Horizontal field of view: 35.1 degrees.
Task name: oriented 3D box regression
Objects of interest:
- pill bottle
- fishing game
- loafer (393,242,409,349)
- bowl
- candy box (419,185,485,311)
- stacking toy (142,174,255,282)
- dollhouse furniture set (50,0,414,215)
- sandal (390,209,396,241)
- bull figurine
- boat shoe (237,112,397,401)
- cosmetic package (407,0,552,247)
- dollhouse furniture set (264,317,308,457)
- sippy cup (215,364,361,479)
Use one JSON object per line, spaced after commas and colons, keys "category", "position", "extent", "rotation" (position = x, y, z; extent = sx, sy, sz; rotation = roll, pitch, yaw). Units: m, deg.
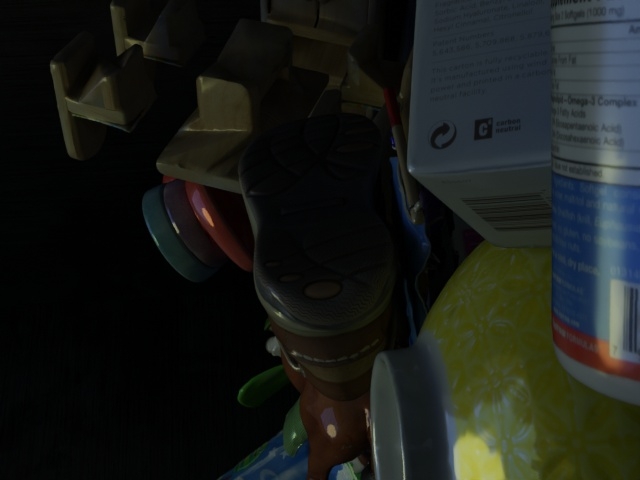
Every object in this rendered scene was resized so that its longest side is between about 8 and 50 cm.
{"category": "pill bottle", "position": [0.140, -0.063, 0.339], "extent": [0.124, 0.124, 0.222], "rotation": [-123, 31, -79]}
{"category": "fishing game", "position": [0.078, 0.028, 0.754], "extent": [0.189, 0.041, 0.264], "rotation": [-96, -2, -45]}
{"category": "loafer", "position": [0.083, 0.148, 1.022], "extent": [0.366, 0.130, 0.134], "rotation": [-99, 8, -49]}
{"category": "bowl", "position": [0.113, 0.114, 0.568], "extent": [0.289, 0.155, 0.290], "rotation": [177, 90, -85]}
{"category": "candy box", "position": [0.126, 0.045, 0.825], "extent": [0.165, 0.070, 0.196], "rotation": [101, 165, -66]}
{"category": "stacking toy", "position": [-0.119, 0.007, 1.329], "extent": [0.280, 0.130, 0.309], "rotation": [55, -166, -14]}
{"category": "dollhouse furniture set", "position": [-0.051, -0.164, 1.208], "extent": [0.394, 0.362, 0.257], "rotation": [-62, -19, -44]}
{"category": "sandal", "position": [0.018, 0.005, 1.280], "extent": [0.317, 0.138, 0.126], "rotation": [-64, -36, -72]}
{"category": "bull figurine", "position": [0.011, 0.085, 0.901], "extent": [0.310, 0.101, 0.188], "rotation": [-96, 14, -46]}
{"category": "boat shoe", "position": [0.000, 0.000, 0.793], "extent": [0.324, 0.123, 0.117], "rotation": [-87, -11, -58]}
{"category": "cosmetic package", "position": [0.105, -0.122, 0.490], "extent": [0.117, 0.085, 0.231], "rotation": [31, -120, -57]}
{"category": "dollhouse furniture set", "position": [-0.029, 0.135, 1.036], "extent": [0.076, 0.058, 0.152], "rotation": [-51, 23, 40]}
{"category": "sippy cup", "position": [-0.002, 0.297, 1.096], "extent": [0.240, 0.224, 0.305], "rotation": [57, -171, -24]}
